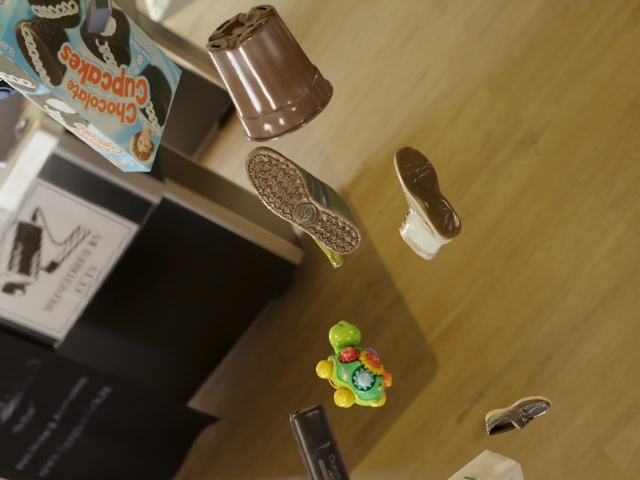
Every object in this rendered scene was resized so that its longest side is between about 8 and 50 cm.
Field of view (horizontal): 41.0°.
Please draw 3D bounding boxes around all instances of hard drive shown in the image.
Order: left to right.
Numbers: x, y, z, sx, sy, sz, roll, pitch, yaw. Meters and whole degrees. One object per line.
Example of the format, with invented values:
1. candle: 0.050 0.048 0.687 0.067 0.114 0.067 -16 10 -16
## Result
1. hard drive: -0.250 -0.309 0.948 0.094 0.022 0.135 174 91 -71

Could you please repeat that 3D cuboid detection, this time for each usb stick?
1. usb stick: 0.018 0.443 1.592 0.045 0.077 0.278 -36 72 64

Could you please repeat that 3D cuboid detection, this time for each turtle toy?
1. turtle toy: 0.047 0.170 1.169 0.066 0.095 0.130 -50 55 23

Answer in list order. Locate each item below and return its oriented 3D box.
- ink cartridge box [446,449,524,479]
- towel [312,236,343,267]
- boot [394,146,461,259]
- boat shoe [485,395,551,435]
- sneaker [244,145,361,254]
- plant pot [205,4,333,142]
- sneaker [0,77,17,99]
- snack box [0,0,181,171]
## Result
1. ink cartridge box: 0.266 0.497 1.504 0.218 0.159 0.092 -27 18 -28
2. towel: 0.000 0.000 1.498 0.021 0.102 0.237 -39 -6 -1
3. boot: 0.198 -0.072 1.757 0.213 0.077 0.165 62 163 12
4. boat shoe: 0.402 0.360 1.738 0.152 0.056 0.049 -34 29 37
5. sneaker: -0.026 -0.061 1.152 0.064 0.192 0.086 -45 18 14
6. plant pot: -0.089 -0.271 1.362 0.167 0.165 0.167 -21 36 16
7. sneaker: -0.483 -0.323 1.415 0.232 0.081 0.090 -47 3 -25
8. snack box: -0.331 -0.254 1.222 0.060 0.322 0.187 1 67 29
